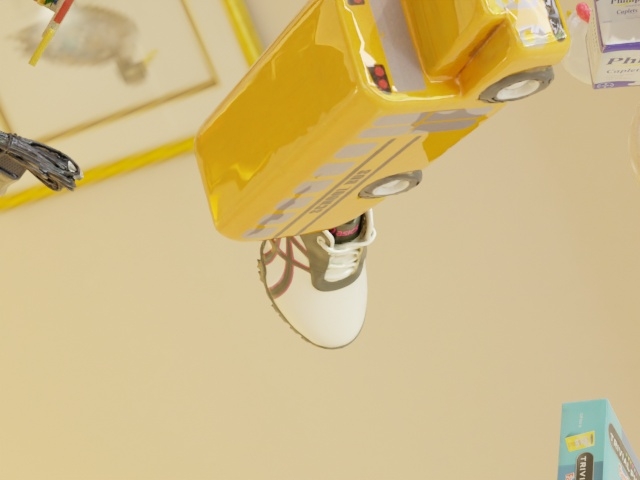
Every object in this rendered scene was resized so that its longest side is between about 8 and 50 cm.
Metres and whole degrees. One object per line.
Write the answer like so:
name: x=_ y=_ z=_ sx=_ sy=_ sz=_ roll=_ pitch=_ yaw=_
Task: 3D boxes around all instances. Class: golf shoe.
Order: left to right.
golf shoe: x=0.000 y=0.000 z=1.353 sx=0.105 sy=0.273 sz=0.120 roll=-20 pitch=-150 yaw=-17

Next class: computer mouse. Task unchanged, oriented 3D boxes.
computer mouse: x=-0.415 y=-0.113 z=1.785 sx=0.272 sy=0.188 sz=0.072 roll=-10 pitch=-123 yaw=59

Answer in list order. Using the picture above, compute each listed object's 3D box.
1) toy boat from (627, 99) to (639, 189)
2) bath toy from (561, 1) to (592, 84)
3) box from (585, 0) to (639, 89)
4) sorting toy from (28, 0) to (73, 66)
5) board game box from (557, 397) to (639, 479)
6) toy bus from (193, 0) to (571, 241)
toy boat: x=0.575 y=-0.143 z=1.990 sx=0.267 sy=0.148 sz=0.318 roll=-61 pitch=-143 yaw=8
bath toy: x=0.489 y=-0.369 z=2.105 sx=0.348 sy=0.129 sz=0.151 roll=-35 pitch=-139 yaw=-9
box: x=0.388 y=-0.241 z=1.714 sx=0.126 sy=0.072 sz=0.137 roll=-5 pitch=164 yaw=5
sorting toy: x=-0.271 y=-0.301 z=1.562 sx=0.132 sy=0.046 sz=0.274 roll=-48 pitch=-163 yaw=41
board game box: x=0.432 y=0.451 z=2.177 sx=0.079 sy=0.254 sz=0.336 roll=-10 pitch=-134 yaw=25
toy bus: x=0.031 y=-0.105 z=1.004 sx=0.130 sy=0.108 sz=0.332 roll=-7 pitch=164 yaw=-28
